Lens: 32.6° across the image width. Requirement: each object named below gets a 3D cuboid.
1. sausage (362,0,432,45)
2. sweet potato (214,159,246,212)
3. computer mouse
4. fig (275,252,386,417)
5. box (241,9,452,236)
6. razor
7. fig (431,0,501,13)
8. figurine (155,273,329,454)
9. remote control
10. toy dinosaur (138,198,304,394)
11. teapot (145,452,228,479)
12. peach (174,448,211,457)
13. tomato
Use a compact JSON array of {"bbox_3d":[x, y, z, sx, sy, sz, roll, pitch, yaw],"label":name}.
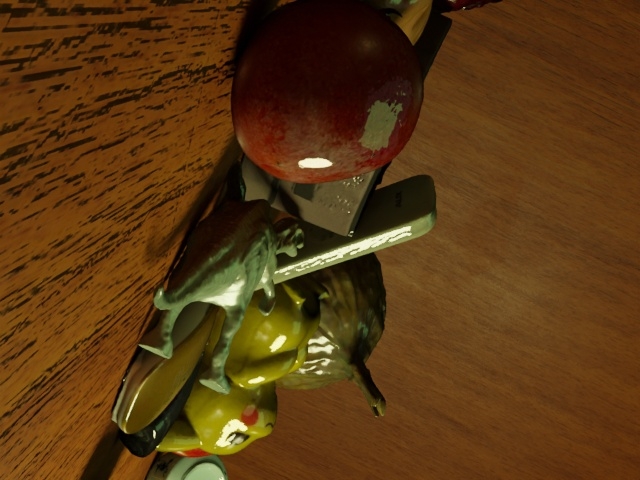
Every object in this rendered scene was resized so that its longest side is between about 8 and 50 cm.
[{"bbox_3d":[0.049,-0.244,0.996,0.241,0.120,0.136,97,15,-76],"label":"sausage"},{"bbox_3d":[-0.103,-0.021,1.213,0.153,0.038,0.041,103,-11,-46],"label":"sweet potato"},{"bbox_3d":[-0.161,0.120,1.239,0.245,0.056,0.126,-64,180,-59],"label":"computer mouse"},{"bbox_3d":[0.004,0.158,1.732,0.368,0.286,0.286,59,-44,41],"label":"fig"},{"bbox_3d":[0.021,-0.145,1.218,0.252,0.153,0.188,112,3,-57],"label":"box"},{"bbox_3d":[-0.193,0.193,1.355,0.148,0.054,0.090,-62,-179,-42],"label":"razor"},{"bbox_3d":[0.162,-0.365,1.206,0.224,0.224,0.263,112,-5,-73],"label":"fig"},{"bbox_3d":[-0.123,0.176,1.516,0.326,0.169,0.218,-66,163,5],"label":"figurine"},{"bbox_3d":[0.000,-0.001,1.329,0.310,0.038,0.090,-19,-141,21],"label":"remote control"},{"bbox_3d":[-0.110,0.046,1.097,0.205,0.092,0.393,-66,161,-1],"label":"toy dinosaur"},{"bbox_3d":[-0.271,0.466,2.063,0.232,0.159,0.159,-48,170,-33],"label":"teapot"},{"bbox_3d":[-0.195,0.294,1.763,0.151,0.151,0.118,113,-10,-62],"label":"peach"},{"bbox_3d":[0.003,-0.119,0.898,0.167,0.167,0.167,-64,179,-3],"label":"tomato"}]
